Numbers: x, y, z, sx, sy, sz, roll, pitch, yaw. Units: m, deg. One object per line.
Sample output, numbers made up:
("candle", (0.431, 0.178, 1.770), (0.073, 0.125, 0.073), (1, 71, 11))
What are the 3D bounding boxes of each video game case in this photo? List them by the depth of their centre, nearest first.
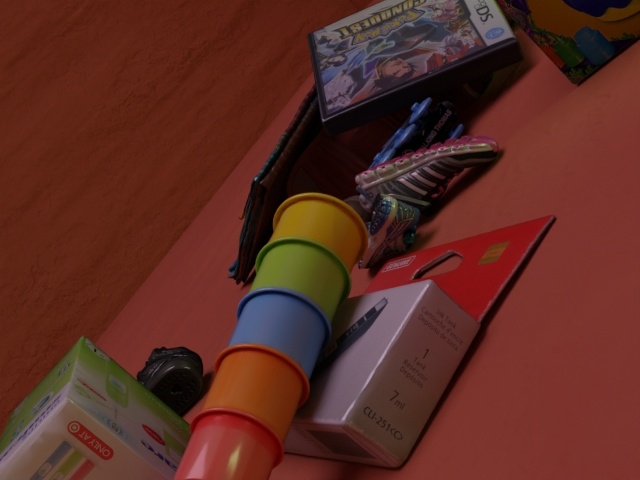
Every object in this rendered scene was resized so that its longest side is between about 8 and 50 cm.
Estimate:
("video game case", (0.120, -0.275, 1.234), (0.275, 0.035, 0.248), (-21, 40, 11))

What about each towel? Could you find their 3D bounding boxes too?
("towel", (-0.067, -0.105, 1.472), (0.271, 0.040, 0.370), (-62, -2, -27))

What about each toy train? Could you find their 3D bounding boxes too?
("toy train", (0.113, -0.103, 1.126), (0.184, 0.080, 0.105), (-54, 6, -28))

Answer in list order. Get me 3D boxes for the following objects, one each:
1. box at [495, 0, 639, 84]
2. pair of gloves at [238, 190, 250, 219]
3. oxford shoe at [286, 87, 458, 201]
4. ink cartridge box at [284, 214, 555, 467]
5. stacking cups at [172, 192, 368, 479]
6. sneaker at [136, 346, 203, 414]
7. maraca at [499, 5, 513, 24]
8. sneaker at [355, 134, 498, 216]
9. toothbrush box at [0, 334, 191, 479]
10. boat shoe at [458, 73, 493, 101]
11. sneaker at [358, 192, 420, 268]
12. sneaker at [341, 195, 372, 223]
("box", (0.287, -0.375, 0.894), (0.290, 0.279, 0.177), (-40, 14, 35))
("pair of gloves", (-0.110, -0.074, 1.436), (0.074, 0.010, 0.083), (-63, -2, 17))
("oxford shoe", (0.088, -0.211, 1.395), (0.397, 0.140, 0.146), (-45, 10, 10))
("ink cartridge box", (0.046, 0.077, 0.814), (0.261, 0.066, 0.296), (-54, 14, -23))
("stacking cups", (-0.045, 0.087, 0.722), (0.096, 0.096, 0.316), (-37, 18, 39))
("sneaker", (-0.260, 0.240, 1.304), (0.227, 0.087, 0.130), (-42, 11, 11))
("maraca", (0.266, -0.371, 1.384), (0.185, 0.099, 0.127), (-6, 19, 46))
("sneaker", (0.128, -0.069, 1.009), (0.170, 0.075, 0.063), (-17, 9, 22))
("toothbrush box", (-0.204, 0.226, 0.871), (0.122, 0.206, 0.283), (-48, 12, -4))
("boat shoe", (0.228, -0.252, 1.255), (0.049, 0.056, 0.152), (-34, 27, 32))
("sneaker", (0.078, -0.001, 1.000), (0.135, 0.058, 0.052), (113, 166, -62))
("sneaker", (0.000, 0.000, 1.202), (0.188, 0.066, 0.071), (-35, 18, 46))
